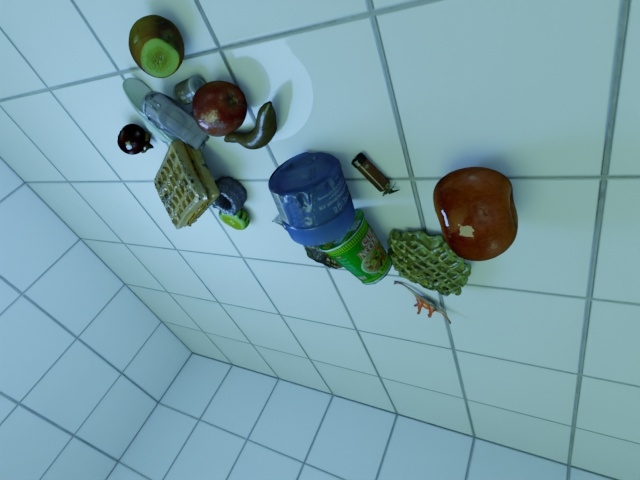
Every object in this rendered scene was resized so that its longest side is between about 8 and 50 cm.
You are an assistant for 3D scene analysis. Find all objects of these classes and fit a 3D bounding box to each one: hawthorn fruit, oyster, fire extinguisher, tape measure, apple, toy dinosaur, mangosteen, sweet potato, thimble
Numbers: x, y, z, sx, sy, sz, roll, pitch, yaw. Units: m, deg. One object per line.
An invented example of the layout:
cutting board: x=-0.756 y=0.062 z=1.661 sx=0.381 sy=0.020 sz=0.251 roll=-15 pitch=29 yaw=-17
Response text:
hawthorn fruit: x=-0.315 y=-0.419 z=1.326 sx=0.173 sy=0.172 sz=0.172 roll=19 pitch=143 yaw=15
oyster: x=0.005 y=0.000 z=1.643 sx=0.198 sy=0.133 sz=0.337 roll=-21 pitch=126 yaw=39
fire extinguisher: x=0.178 y=-0.206 z=1.338 sx=0.177 sy=0.050 sz=0.062 roll=41 pitch=105 yaw=-17
tape measure: x=-0.519 y=-0.430 z=1.453 sx=0.236 sy=0.120 sz=0.197 roll=35 pitch=-177 yaw=-42
apple: x=-0.487 y=-0.581 z=1.246 sx=0.147 sy=0.163 sz=0.147 roll=-22 pitch=164 yaw=35
toy dinosaur: x=0.419 y=0.259 z=1.736 sx=0.280 sy=0.055 sz=0.101 roll=26 pitch=135 yaw=8
mangosteen: x=-0.746 y=-0.404 z=1.695 sx=0.140 sy=0.140 sz=0.140 roll=19 pitch=143 yaw=15
sweet potato: x=-0.216 y=-0.364 z=1.400 sx=0.346 sy=0.079 sz=0.108 roll=-12 pitch=121 yaw=53
thimble: x=-0.383 y=-0.184 z=1.717 sx=0.150 sy=0.097 sz=0.150 roll=18 pitch=143 yaw=15
apple: x=0.430 y=-0.073 z=1.153 sx=0.207 sy=0.251 sz=0.271 roll=-13 pitch=114 yaw=22

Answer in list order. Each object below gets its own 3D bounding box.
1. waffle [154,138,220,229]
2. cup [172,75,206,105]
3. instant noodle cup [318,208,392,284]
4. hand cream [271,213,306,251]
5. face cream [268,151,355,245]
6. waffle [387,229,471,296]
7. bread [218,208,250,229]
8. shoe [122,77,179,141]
waffle: x=-0.548 y=-0.215 z=1.697 sx=0.376 sy=0.114 sz=0.260 roll=-31 pitch=86 yaw=53
cup: x=-0.423 y=-0.486 z=1.391 sx=0.099 sy=0.074 sz=0.102 roll=-5 pitch=132 yaw=39
instant noodle cup: x=0.139 y=0.035 z=1.533 sx=0.207 sy=0.207 sz=0.232 roll=-15 pitch=128 yaw=45
hand cream: x=-0.092 y=-0.017 z=1.760 sx=0.257 sy=0.050 sz=0.084 roll=46 pitch=140 yaw=-11
face cream: x=-0.027 y=-0.142 z=1.387 sx=0.249 sy=0.249 sz=0.225 roll=5 pitch=137 yaw=31
waffle: x=0.383 y=0.082 z=1.519 sx=0.318 sy=0.073 sz=0.297 roll=13 pitch=140 yaw=29
bread: x=-0.375 y=-0.104 z=1.827 sx=0.139 sy=0.071 sz=0.130 roll=20 pitch=153 yaw=-4
shoe: x=-0.637 y=-0.468 z=1.553 sx=0.110 sy=0.095 sz=0.265 roll=-5 pitch=129 yaw=52
